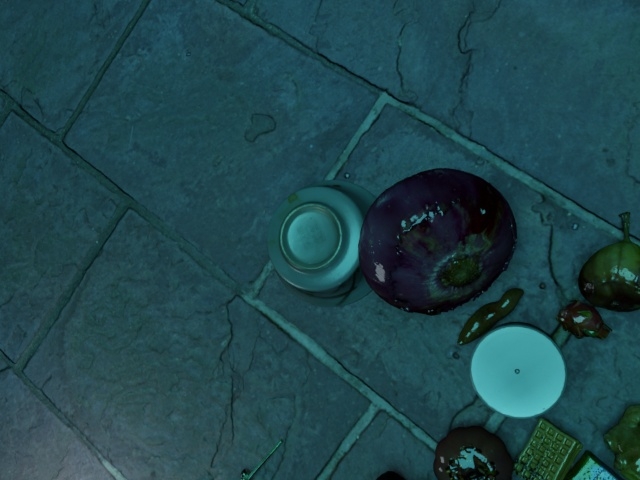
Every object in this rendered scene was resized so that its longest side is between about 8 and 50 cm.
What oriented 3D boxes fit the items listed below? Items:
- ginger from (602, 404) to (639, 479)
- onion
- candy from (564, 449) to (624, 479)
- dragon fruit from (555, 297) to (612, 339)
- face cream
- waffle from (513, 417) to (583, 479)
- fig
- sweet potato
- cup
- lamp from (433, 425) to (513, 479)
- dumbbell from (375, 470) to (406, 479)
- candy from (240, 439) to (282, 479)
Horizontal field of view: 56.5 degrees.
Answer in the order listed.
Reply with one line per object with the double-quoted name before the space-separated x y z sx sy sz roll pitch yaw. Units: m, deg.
"ginger" 0.711 0.469 1.265 0.157 0.102 0.216 -36 66 -16
"onion" 0.243 -0.004 1.361 0.345 0.358 0.358 29 94 43
"candy" 0.637 0.566 1.300 0.194 0.062 0.097 40 97 18
"dragon fruit" 0.596 0.186 1.344 0.116 0.086 0.081 31 89 23
"face cream" 0.442 0.284 1.332 0.201 0.187 0.200 -2 83 19
"waffle" 0.509 0.490 1.344 0.102 0.042 0.147 31 93 44
"fig" 0.661 0.042 1.306 0.160 0.143 0.230 8 88 38
"sweet potato" 0.403 0.180 1.427 0.202 0.055 0.058 -42 58 9
"cup" 0.000 0.000 1.534 0.348 0.163 0.346 -2 84 19
"lamp" 0.348 0.519 1.365 0.182 0.140 0.181 -4 78 18
"dumbbell" 0.112 0.703 1.405 0.388 0.185 0.185 -43 73 9
"candy" -0.199 0.641 1.583 0.078 0.084 0.287 41 90 23
